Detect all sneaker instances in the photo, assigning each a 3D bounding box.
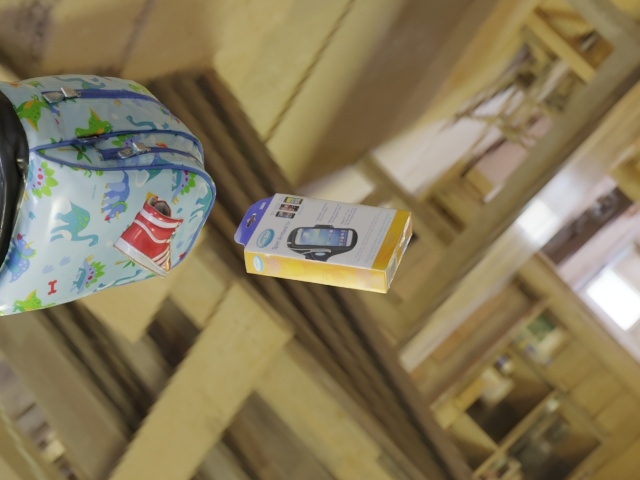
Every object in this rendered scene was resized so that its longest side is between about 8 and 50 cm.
[{"bbox_3d":[-0.162,-0.004,1.384,0.067,0.042,0.118,-55,166,-2],"label":"sneaker"}]

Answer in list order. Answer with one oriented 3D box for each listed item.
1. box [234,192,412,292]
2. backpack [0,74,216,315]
[{"bbox_3d":[0.000,0.000,1.136,0.081,0.136,0.028,-63,153,-47],"label":"box"},{"bbox_3d":[-0.297,-0.059,1.616,0.355,0.273,0.290,-31,151,-60],"label":"backpack"}]
